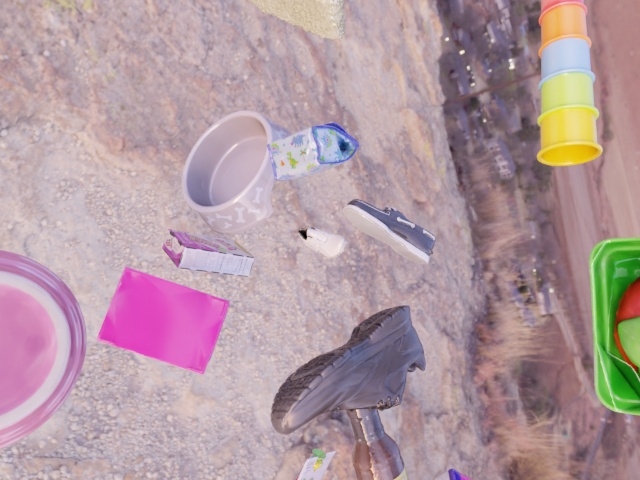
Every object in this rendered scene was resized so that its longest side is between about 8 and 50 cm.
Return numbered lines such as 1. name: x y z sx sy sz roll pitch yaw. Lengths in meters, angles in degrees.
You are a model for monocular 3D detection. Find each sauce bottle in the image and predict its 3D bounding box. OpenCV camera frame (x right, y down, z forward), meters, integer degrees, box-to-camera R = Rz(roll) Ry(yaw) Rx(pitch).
1. sauce bottle: 0.132 0.500 1.052 0.111 0.111 0.345 -20 97 -51

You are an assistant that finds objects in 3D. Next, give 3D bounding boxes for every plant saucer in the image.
1. plant saucer: -0.544 0.175 0.790 0.331 0.084 0.333 9 77 -39

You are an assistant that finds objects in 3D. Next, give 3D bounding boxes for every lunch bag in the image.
1. lunch bag: -0.011 -0.181 1.014 0.151 0.128 0.097 -11 90 -52

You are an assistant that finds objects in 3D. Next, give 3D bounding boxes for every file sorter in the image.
1. file sorter: -0.420 0.220 1.387 0.290 0.182 0.202 19 82 -3

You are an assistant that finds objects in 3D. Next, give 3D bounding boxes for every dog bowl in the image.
1. dog bowl: -0.228 -0.194 1.331 0.102 0.348 0.349 37 52 -51

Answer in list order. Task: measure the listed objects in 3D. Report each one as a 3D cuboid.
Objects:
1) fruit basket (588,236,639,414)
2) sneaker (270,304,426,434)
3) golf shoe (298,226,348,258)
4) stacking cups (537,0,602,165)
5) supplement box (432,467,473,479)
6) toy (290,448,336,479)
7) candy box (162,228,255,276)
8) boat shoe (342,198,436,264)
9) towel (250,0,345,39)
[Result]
1. fruit basket: 0.521 0.128 0.587 0.391 0.391 0.283 6 82 -49
2. sneaker: 0.057 0.209 0.736 0.286 0.109 0.130 -28 90 -29
3. golf shoe: 0.000 0.000 1.353 0.086 0.176 0.069 36 72 -32
4. stacking cups: 0.404 -0.286 0.827 0.096 0.095 0.317 18 69 -46
5. supplement box: 0.198 0.374 0.560 0.220 0.114 0.111 33 29 -15
6. toy: -0.057 0.697 1.414 0.136 0.056 0.237 14 107 -52
7. candy box: -0.339 0.038 1.502 0.233 0.159 0.071 12 103 -38
8. boat shoe: 0.194 -0.041 1.363 0.302 0.114 0.091 33 74 -27
9. towel: -0.032 -0.269 0.496 0.027 0.148 0.110 -38 148 -25
